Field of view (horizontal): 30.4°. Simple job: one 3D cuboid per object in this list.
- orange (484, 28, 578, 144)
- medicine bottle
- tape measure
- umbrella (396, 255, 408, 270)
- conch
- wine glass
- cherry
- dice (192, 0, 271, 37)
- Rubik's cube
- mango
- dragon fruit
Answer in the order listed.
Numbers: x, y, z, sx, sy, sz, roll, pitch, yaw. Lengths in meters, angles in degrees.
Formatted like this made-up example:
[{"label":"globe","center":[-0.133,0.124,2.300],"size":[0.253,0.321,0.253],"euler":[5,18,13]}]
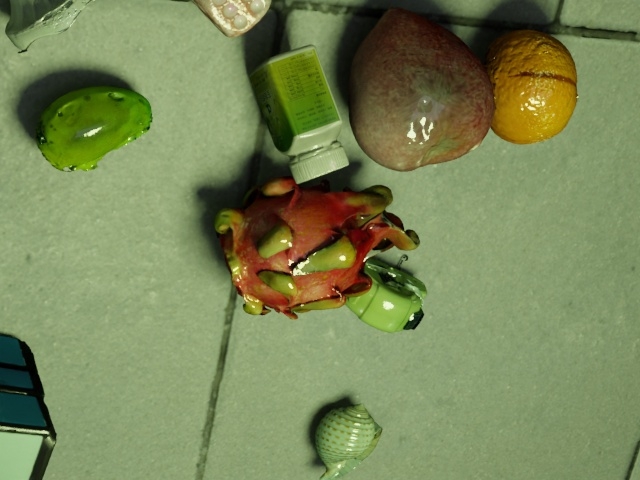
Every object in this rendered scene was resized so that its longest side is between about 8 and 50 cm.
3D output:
[{"label":"orange","center":[0.342,-0.251,1.926],"size":[0.161,0.193,0.193],"euler":[-3,118,5]},{"label":"medicine bottle","center":[-0.029,-0.188,1.785],"size":[0.088,0.132,0.188],"euler":[-21,93,-18]},{"label":"tape measure","center":[0.104,0.091,2.011],"size":[0.177,0.154,0.087],"euler":[23,112,-17]},{"label":"umbrella","center":[0.125,0.080,2.101],"size":[0.022,0.013,0.122],"euler":[10,110,-51]},{"label":"conch","center":[0.047,0.361,2.153],"size":[0.135,0.102,0.153],"euler":[5,135,-44]},{"label":"wine glass","center":[-0.393,-0.374,1.555],"size":[0.165,0.165,0.196],"euler":[-36,120,-4]},{"label":"cherry","center":[0.147,-0.230,1.851],"size":[0.239,0.239,0.206],"euler":[-24,153,-12]},{"label":"dice","center":[-0.133,-0.360,1.717],"size":[0.094,0.091,0.093],"euler":[-44,124,2]},{"label":"Rubik's cube","center":[-0.579,0.305,1.728],"size":[0.288,0.283,0.293],"euler":[15,111,-31]},{"label":"mango","center":[-0.331,-0.171,1.719],"size":[0.178,0.100,0.119],"euler":[-23,158,-23]},{"label":"dragon fruit","center":[-0.014,0.002,1.887],"size":[0.307,0.243,0.228],"euler":[-18,98,-52]}]
